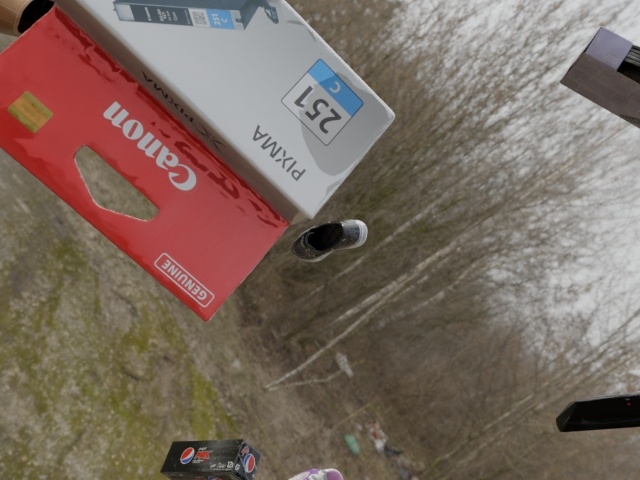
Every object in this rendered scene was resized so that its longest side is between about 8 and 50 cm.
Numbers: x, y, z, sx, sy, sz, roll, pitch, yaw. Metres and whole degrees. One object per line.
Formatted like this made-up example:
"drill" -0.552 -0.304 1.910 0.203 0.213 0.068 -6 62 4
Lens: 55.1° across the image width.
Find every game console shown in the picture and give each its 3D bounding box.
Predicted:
"game console" 0.497 0.202 0.768 0.213 0.361 0.044 14 64 -52

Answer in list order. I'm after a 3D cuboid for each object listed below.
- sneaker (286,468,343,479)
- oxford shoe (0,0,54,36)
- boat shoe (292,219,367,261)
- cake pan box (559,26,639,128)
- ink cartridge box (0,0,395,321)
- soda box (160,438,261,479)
"sneaker" -0.065 0.601 1.448 0.104 0.236 0.095 166 -88 -68
"oxford shoe" -0.281 -0.236 0.639 0.076 0.076 0.212 27 24 -2
"boat shoe" 0.000 0.000 1.336 0.076 0.228 0.080 6 80 -39
"cake pan box" 0.626 -0.312 1.239 0.245 0.070 0.267 32 7 10
"ink cartridge box" -0.119 -0.118 0.546 0.296 0.261 0.066 43 -16 -11
"soda box" -0.182 0.368 1.015 0.053 0.168 0.060 52 40 -33
